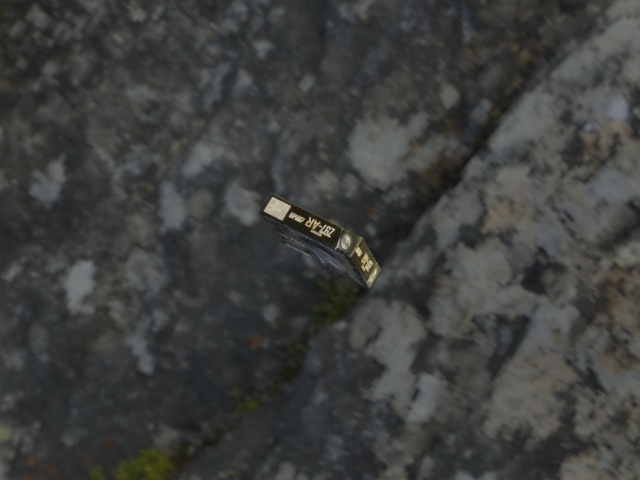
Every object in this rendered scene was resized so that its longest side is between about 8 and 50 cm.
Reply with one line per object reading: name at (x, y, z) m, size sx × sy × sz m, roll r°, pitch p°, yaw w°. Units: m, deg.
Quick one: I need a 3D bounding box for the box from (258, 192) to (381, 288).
box at (0.000, 0.000, 1.230) m, size 0.083 × 0.067 × 0.018 m, roll 27°, pitch 77°, yaw 23°
